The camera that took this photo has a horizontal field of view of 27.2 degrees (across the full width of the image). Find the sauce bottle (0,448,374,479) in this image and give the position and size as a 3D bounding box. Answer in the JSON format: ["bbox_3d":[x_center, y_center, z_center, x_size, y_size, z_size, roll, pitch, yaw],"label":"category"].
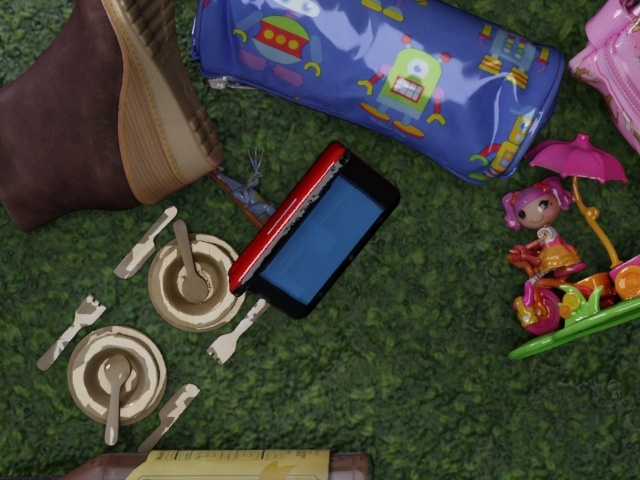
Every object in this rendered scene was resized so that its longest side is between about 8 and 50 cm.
[{"bbox_3d":[-0.127,0.230,1.099,0.345,0.111,0.111,-2,93,3],"label":"sauce bottle"}]

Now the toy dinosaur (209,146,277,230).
[{"bbox_3d":[-0.062,-0.034,1.112,0.082,0.047,0.090,17,95,3],"label":"toy dinosaur"}]

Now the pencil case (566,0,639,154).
[{"bbox_3d":[0.351,-0.039,1.033,0.160,0.167,0.386,-33,89,9],"label":"pencil case"}]

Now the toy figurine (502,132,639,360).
[{"bbox_3d":[0.205,-0.003,1.086,0.173,0.130,0.159,-26,77,28],"label":"toy figurine"}]

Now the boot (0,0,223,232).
[{"bbox_3d":[-0.208,-0.133,1.055,0.207,0.090,0.248,-13,107,24],"label":"boot"}]

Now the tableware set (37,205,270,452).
[{"bbox_3d":[-0.142,0.077,1.125,0.128,0.039,0.194,40,94,0],"label":"tableware set"}]

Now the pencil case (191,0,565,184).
[{"bbox_3d":[0.039,-0.146,1.064,0.306,0.119,0.133,21,99,1],"label":"pencil case"}]

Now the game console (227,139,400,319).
[{"bbox_3d":[0.000,0.000,1.066,0.085,0.124,0.144,38,94,-9],"label":"game console"}]
